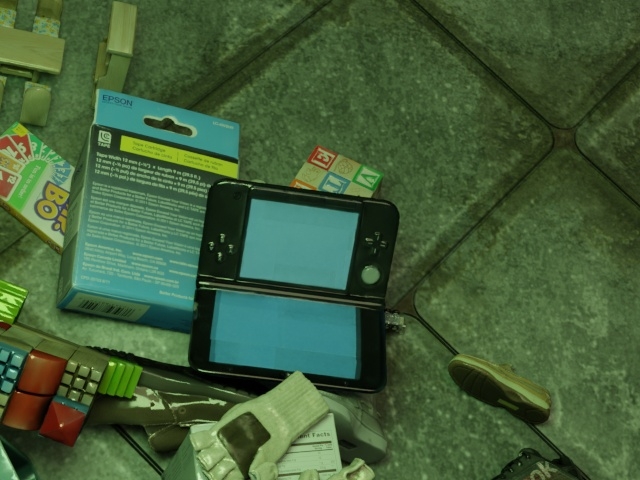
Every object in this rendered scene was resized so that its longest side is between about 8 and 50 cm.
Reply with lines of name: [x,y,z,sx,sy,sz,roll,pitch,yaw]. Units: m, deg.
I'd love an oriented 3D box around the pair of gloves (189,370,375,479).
pair of gloves: [-0.037,0.307,1.548,0.204,0.042,0.240,-27,77,-27]

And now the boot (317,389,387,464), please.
boot: [0.020,0.247,1.806,0.095,0.258,0.123,-19,57,17]

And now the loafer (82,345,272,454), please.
loafer: [-0.212,0.256,1.793,0.365,0.134,0.130,14,93,-4]

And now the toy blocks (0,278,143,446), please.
toy blocks: [-0.437,0.167,1.571,0.381,0.261,0.191,22,92,-6]

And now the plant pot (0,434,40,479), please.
plant pot: [-0.463,0.434,1.558,0.252,0.247,0.248,-28,75,-12]

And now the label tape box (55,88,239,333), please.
label tape box: [-0.267,-0.044,1.889,0.249,0.115,0.348,13,61,-22]

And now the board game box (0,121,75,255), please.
board game box: [-0.435,-0.069,1.923,0.259,0.039,0.124,40,61,2]

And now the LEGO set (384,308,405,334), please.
LEGO set: [0.021,0.123,1.965,0.182,0.060,0.244,-30,67,-23]

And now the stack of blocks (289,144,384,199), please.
stack of blocks: [0.000,0.000,1.957,0.171,0.087,0.297,25,57,10]

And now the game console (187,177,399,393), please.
game console: [-0.034,0.064,1.743,0.293,0.173,0.250,7,106,-8]

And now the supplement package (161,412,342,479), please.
supplement package: [-0.099,0.356,1.681,0.204,0.262,0.145,-3,67,-18]

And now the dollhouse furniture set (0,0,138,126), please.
dollhouse furniture set: [-0.437,-0.318,1.953,0.242,0.161,0.212,10,55,-16]

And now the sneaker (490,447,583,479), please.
sneaker: [0.299,0.399,1.871,0.276,0.098,0.135,-5,67,-20]

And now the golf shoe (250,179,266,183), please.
golf shoe: [-0.113,-0.036,1.970,0.069,0.086,0.176,17,60,-6]

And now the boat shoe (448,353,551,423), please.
boat shoe: [0.298,0.233,1.977,0.190,0.068,0.072,32,48,-11]
